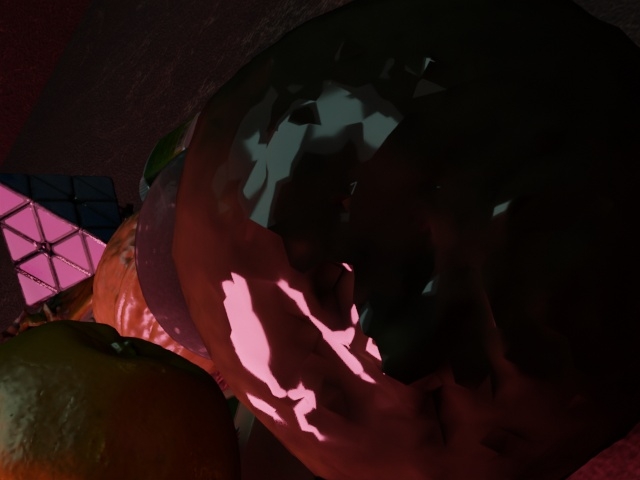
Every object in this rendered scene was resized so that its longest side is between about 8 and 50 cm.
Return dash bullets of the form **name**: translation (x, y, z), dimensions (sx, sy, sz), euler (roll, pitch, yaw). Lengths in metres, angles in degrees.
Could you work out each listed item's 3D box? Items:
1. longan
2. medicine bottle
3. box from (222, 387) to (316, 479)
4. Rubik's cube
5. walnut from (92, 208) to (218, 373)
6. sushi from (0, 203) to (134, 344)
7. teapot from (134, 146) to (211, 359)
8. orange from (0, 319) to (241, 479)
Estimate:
- **longan**: translation (0.087, -0.005, 0.931), dimensions (0.391, 0.391, 0.391), euler (-42, 27, 27)
- **medicine bottle**: translation (-0.186, -0.098, 1.875), dimensions (0.188, 0.132, 0.088), euler (-27, 38, 50)
- **box**: translation (-0.100, 0.251, 1.310), dimensions (0.212, 0.095, 0.168), euler (-30, 37, 45)
- **Rubik's cube**: translation (-0.348, -0.035, 1.651), dimensions (0.190, 0.178, 0.211), euler (6, 64, 51)
- **walnut**: translation (-0.164, 0.058, 1.532), dimensions (0.228, 0.228, 0.228), euler (-42, 27, 27)
- **sushi**: translation (-0.317, 0.131, 1.765), dimensions (0.417, 0.176, 0.417), euler (-41, 26, 25)
- **teapot**: translation (0.000, 0.000, 1.309), dimensions (0.300, 0.253, 0.344), euler (-32, 18, -31)
- **orange**: translation (-0.203, 0.192, 1.121), dimensions (0.279, 0.279, 0.235), euler (5, 84, 63)
